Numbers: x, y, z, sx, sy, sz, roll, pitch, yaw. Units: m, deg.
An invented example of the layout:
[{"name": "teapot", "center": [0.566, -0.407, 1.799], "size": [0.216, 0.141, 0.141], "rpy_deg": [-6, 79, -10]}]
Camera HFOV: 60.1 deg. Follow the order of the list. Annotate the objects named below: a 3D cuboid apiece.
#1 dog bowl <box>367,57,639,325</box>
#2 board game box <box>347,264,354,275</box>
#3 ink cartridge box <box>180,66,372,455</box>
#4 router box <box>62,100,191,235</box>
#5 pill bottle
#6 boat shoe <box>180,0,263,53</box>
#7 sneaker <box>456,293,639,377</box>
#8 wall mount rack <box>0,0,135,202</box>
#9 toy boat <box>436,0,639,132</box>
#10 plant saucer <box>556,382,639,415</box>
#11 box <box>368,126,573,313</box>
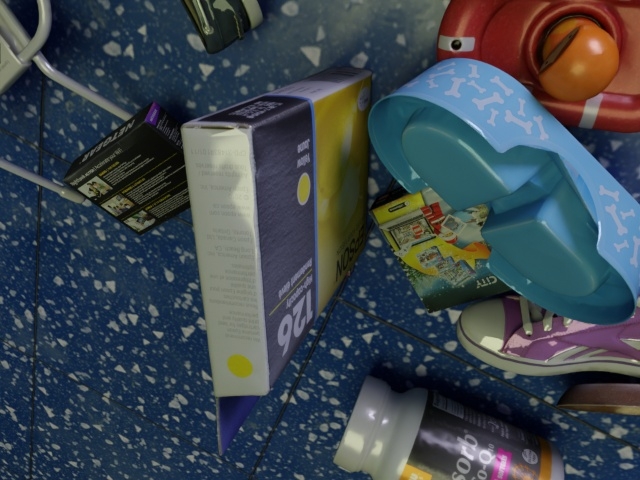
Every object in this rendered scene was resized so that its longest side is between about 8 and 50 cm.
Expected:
[{"name": "dog bowl", "center": [0.179, -0.045, 0.513], "size": [0.297, 0.074, 0.166], "rpy_deg": [43, 165, -6]}, {"name": "board game box", "center": [0.000, 0.000, 0.740], "size": [0.090, 0.020, 0.090], "rpy_deg": [8, 121, 18]}, {"name": "ink cartridge box", "center": [-0.018, 0.002, 0.558], "size": [0.072, 0.303, 0.306], "rpy_deg": [6, 115, 18]}, {"name": "router box", "center": [-0.231, -0.088, 0.737], "size": [0.179, 0.046, 0.133], "rpy_deg": [-24, 131, 30]}, {"name": "pill bottle", "center": [0.169, 0.302, 0.766], "size": [0.279, 0.162, 0.162], "rpy_deg": [21, 124, 9]}, {"name": "boat shoe", "center": [-0.160, -0.316, 0.567], "size": [0.079, 0.095, 0.254], "rpy_deg": [-37, 112, -9]}, {"name": "sneaker", "center": [0.297, 0.066, 0.603], "size": [0.283, 0.102, 0.161], "rpy_deg": [1, 133, 9]}, {"name": "wall mount rack", "center": [-0.386, -0.197, 0.719], "size": [0.350, 0.130, 0.304], "rpy_deg": [-26, 104, 32]}, {"name": "toy boat", "center": [0.216, -0.163, 0.477], "size": [0.231, 0.151, 0.150], "rpy_deg": [11, 122, 15]}, {"name": "plant saucer", "center": [0.368, 0.188, 0.651], "size": [0.169, 0.029, 0.168], "rpy_deg": [4, 163, 1]}, {"name": "box", "center": [0.195, -0.018, 0.637], "size": [0.233, 0.044, 0.159], "rpy_deg": [-22, 109, 30]}]
